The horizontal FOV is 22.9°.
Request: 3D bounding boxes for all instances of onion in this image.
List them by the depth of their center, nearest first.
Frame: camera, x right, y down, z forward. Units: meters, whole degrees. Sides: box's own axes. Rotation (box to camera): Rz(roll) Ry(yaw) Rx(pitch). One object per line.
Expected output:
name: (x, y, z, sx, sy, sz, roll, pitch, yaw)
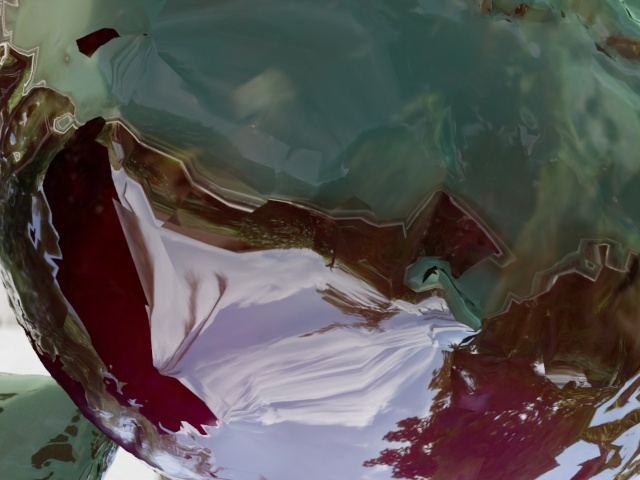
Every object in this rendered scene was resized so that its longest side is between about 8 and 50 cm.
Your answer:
onion: (0.000, 0.000, 0.707, 0.348, 0.385, 0.347, 16, -135, -17)

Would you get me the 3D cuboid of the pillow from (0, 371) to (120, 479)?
pillow: (-0.305, 0.208, 1.055, 0.305, 0.108, 0.308, 4, -129, 27)
